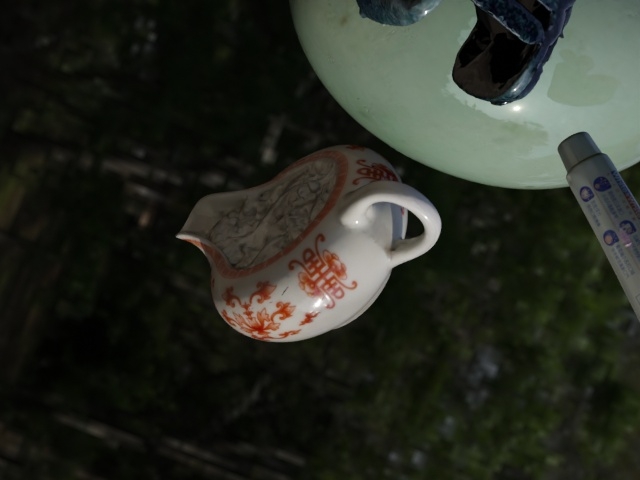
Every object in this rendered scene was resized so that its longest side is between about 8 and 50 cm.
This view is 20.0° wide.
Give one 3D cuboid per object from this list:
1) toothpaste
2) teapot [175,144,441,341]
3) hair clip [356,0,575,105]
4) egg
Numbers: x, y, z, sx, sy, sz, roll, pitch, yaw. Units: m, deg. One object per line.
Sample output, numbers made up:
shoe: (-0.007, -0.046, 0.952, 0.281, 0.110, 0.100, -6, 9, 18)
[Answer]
toothpaste: (0.219, 0.023, 1.215, 0.052, 0.218, 0.033, -31, 160, 11)
teapot: (0.000, 0.000, 1.276, 0.245, 0.116, 0.159, -21, -159, 47)
hair clip: (0.152, -0.247, 1.163, 0.310, 0.194, 0.206, -44, -156, 20)
egg: (0.154, -0.185, 1.514, 0.276, 0.389, 0.276, -33, -130, 50)
